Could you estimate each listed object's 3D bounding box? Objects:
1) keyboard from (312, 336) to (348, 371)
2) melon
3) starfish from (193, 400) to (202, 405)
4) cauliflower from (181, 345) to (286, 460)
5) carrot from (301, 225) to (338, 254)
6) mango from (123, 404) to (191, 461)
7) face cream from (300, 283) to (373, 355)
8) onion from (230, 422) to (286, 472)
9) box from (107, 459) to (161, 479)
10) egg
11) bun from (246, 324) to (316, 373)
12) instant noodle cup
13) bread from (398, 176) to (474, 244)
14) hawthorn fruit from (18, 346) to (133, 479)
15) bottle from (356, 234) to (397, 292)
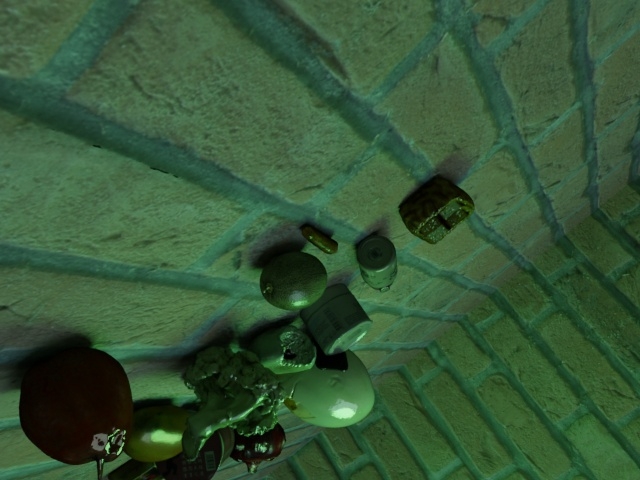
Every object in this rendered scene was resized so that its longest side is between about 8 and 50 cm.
[{"bbox_3d":[0.029,0.344,1.784,0.106,0.262,0.016,4,108,-5],"label":"keyboard"},{"bbox_3d":[-0.065,0.094,1.298,0.192,0.139,0.139,-12,147,-48],"label":"melon"},{"bbox_3d":[-0.361,0.503,1.786,0.091,0.028,0.078,-27,157,-10],"label":"starfish"},{"bbox_3d":[-0.247,0.405,1.478,0.326,0.261,0.281,-16,172,28],"label":"cauliflower"},{"bbox_3d":[0.000,0.000,1.333,0.042,0.042,0.170,-40,156,8],"label":"carrot"},{"bbox_3d":[-0.472,0.547,1.587,0.176,0.139,0.254,-51,147,4],"label":"mango"},{"bbox_3d":[0.049,0.244,1.710,0.177,0.153,0.177,-31,156,-15],"label":"face cream"},{"bbox_3d":[-0.259,0.804,2.208,0.251,0.219,0.252,-3,167,-1],"label":"onion"},{"bbox_3d":[-0.617,0.812,1.954,0.159,0.071,0.240,-29,156,-11],"label":"box"},{"bbox_3d":[0.020,0.484,1.891,0.283,0.344,0.283,-58,-175,8],"label":"egg"},{"bbox_3d":[-0.115,0.320,1.659,0.203,0.127,0.212,-15,155,17],"label":"bun"},{"bbox_3d":[-0.392,0.653,1.798,0.234,0.235,0.178,-38,166,5],"label":"instant noodle cup"},{"bbox_3d":[0.324,-0.082,1.552,0.181,0.096,0.222,-43,153,15],"label":"bread"},{"bbox_3d":[-0.453,0.339,1.074,0.210,0.262,0.211,-33,158,-15],"label":"hawthorn fruit"},{"bbox_3d":[0.168,0.077,1.617,0.109,0.110,0.233,-34,156,-6],"label":"bottle"}]
